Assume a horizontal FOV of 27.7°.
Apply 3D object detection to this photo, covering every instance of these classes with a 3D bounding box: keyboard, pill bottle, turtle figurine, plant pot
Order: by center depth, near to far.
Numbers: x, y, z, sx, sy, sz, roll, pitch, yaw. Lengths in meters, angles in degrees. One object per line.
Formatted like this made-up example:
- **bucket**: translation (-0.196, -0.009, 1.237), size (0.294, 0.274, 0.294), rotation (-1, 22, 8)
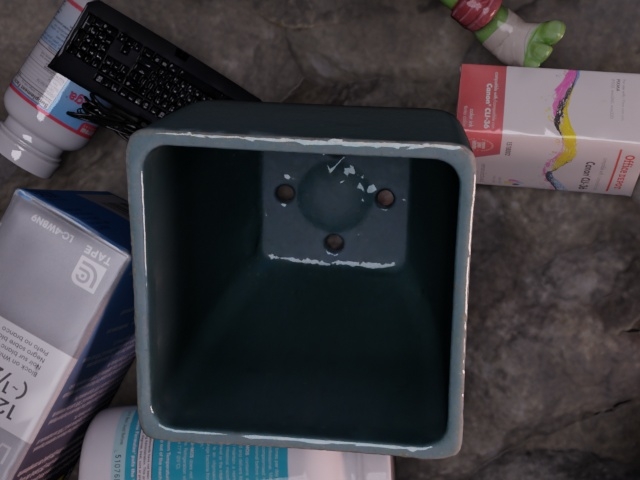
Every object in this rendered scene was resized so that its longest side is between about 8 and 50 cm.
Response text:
- **plant pot**: translation (0.000, 0.000, 1.052), size (0.247, 0.252, 0.248), rotation (3, 111, 7)
- **turtle figurine**: translation (0.106, -0.272, 1.054), size (0.266, 0.198, 0.275), rotation (30, 128, -10)
- **pill bottle**: translation (-0.066, 0.211, 1.132), size (0.264, 0.146, 0.146), rotation (-4, 92, 7)
- **keyboard**: translation (-0.143, -0.121, 1.137), size (0.192, 0.038, 0.100), rotation (29, 98, -28)
- **pill bottle**: translation (-0.228, -0.139, 1.167), size (0.087, 0.087, 0.160), rotation (35, 96, 4)

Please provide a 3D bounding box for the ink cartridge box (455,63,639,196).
- **ink cartridge box**: translation (0.214, -0.091, 1.098), size (0.198, 0.115, 0.067), rotation (4, 71, 7)

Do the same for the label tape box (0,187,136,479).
- **label tape box**: translation (-0.253, 0.129, 1.098), size (0.115, 0.249, 0.348), rotation (31, 95, 4)
